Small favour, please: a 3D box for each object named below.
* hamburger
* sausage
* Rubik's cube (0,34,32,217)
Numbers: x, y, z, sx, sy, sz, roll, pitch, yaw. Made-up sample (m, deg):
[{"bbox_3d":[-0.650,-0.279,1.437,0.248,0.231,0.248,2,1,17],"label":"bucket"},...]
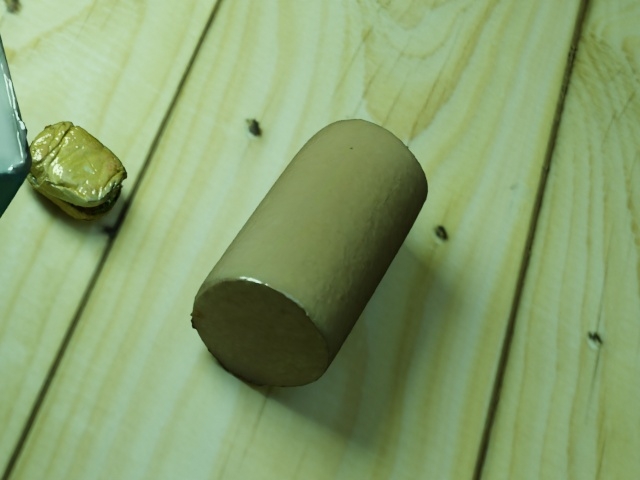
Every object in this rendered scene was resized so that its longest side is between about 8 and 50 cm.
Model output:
[{"bbox_3d":[-0.196,-0.056,1.378,0.083,0.044,0.076,37,48,-2],"label":"hamburger"},{"bbox_3d":[0.000,0.000,1.412,0.123,0.123,0.253,37,46,-5],"label":"sausage"},{"bbox_3d":[-0.419,-0.096,1.058,0.347,0.344,0.347,3,57,-33],"label":"Rubik's cube"}]
